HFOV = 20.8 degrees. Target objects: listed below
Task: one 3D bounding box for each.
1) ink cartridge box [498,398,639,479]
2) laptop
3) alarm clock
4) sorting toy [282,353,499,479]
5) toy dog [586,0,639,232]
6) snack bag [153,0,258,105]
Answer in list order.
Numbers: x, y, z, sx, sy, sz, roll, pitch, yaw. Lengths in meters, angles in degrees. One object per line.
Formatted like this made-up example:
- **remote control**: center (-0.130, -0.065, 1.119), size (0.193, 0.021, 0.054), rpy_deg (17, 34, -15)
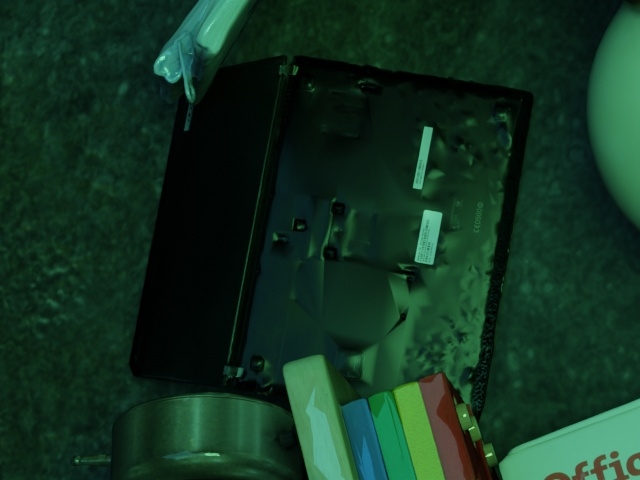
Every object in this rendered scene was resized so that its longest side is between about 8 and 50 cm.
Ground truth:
- **ink cartridge box**: center (0.248, 0.226, 0.965), size (0.211, 0.121, 0.289), rpy_deg (-24, 68, 24)
- **laptop**: center (0.000, 0.000, 1.229), size (0.264, 0.136, 0.234), rpy_deg (9, 84, 6)
- **alarm clock**: center (-0.060, 0.146, 1.154), size (0.192, 0.129, 0.064), rpy_deg (-24, 53, 30)
- **sorting toy**: center (0.077, 0.206, 1.007), size (0.089, 0.255, 0.257), rpy_deg (-18, 70, 7)
- **toy dog**: center (0.230, -0.172, 0.935), size (0.395, 0.408, 0.284), rpy_deg (-25, 25, -17)
- **snack bag**: center (-0.012, -0.232, 1.110), size (0.037, 0.342, 0.323), rpy_deg (32, 88, -5)
